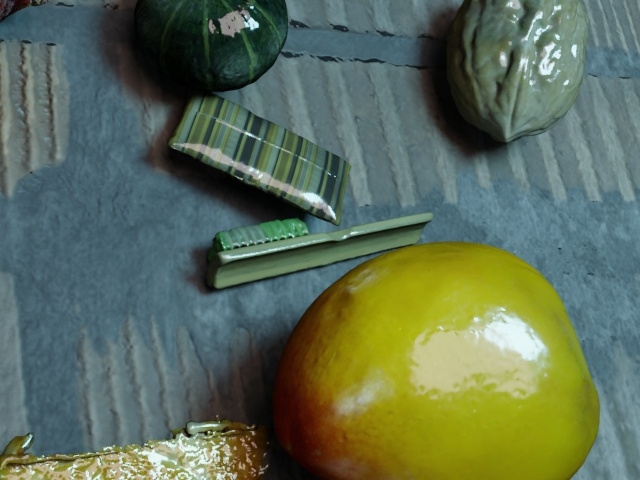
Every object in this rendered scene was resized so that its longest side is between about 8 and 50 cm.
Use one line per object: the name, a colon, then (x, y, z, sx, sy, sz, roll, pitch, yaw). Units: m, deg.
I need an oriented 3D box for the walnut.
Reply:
walnut: (0.240, -0.223, 1.404, 0.178, 0.178, 0.230, 20, 66, -20)

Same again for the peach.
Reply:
peach: (0.105, 0.137, 1.116, 0.308, 0.289, 0.289, -3, 70, -4)

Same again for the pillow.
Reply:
pillow: (-0.060, -0.093, 1.235, 0.203, 0.038, 0.113, 24, 41, -12)

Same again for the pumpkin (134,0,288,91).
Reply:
pumpkin: (-0.115, -0.236, 1.228, 0.167, 0.167, 0.125, -60, 147, -32)

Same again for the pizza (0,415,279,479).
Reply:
pizza: (-0.183, 0.244, 1.028, 0.251, 0.074, 0.288, 36, 56, -12)

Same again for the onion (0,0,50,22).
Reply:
onion: (-0.351, -0.261, 1.101, 0.195, 0.159, 0.159, 19, 60, -44)

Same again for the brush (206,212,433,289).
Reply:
brush: (0.000, 0.000, 1.244, 0.282, 0.054, 0.048, -10, 56, -32)
